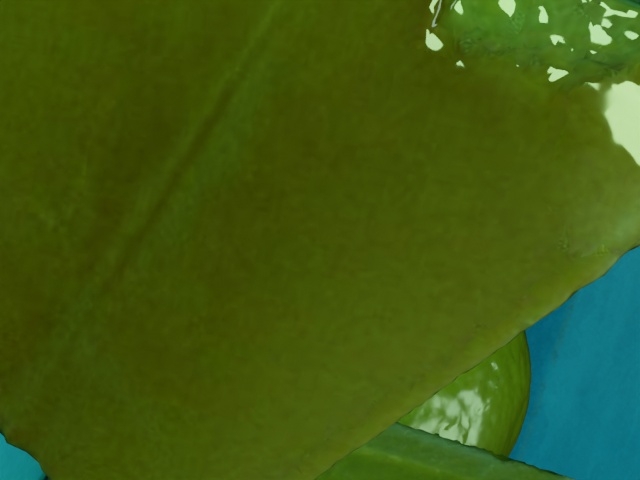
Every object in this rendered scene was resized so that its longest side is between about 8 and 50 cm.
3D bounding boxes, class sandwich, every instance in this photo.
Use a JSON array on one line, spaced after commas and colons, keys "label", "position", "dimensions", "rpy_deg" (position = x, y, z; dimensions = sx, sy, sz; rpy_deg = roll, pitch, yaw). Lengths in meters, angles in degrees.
[{"label": "sandwich", "position": [0.000, 0.000, 0.488], "dimensions": [0.155, 0.227, 0.198], "rpy_deg": [-40, 147, -72]}]

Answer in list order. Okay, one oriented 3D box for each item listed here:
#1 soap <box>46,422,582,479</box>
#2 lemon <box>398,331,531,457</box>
[{"label": "soap", "position": [0.029, 0.166, 0.726], "dimensions": [0.199, 0.315, 0.091], "rpy_deg": [-57, 162, -53]}, {"label": "lemon", "position": [0.018, 0.087, 0.944], "dimensions": [0.248, 0.184, 0.184], "rpy_deg": [-46, 155, -45]}]
